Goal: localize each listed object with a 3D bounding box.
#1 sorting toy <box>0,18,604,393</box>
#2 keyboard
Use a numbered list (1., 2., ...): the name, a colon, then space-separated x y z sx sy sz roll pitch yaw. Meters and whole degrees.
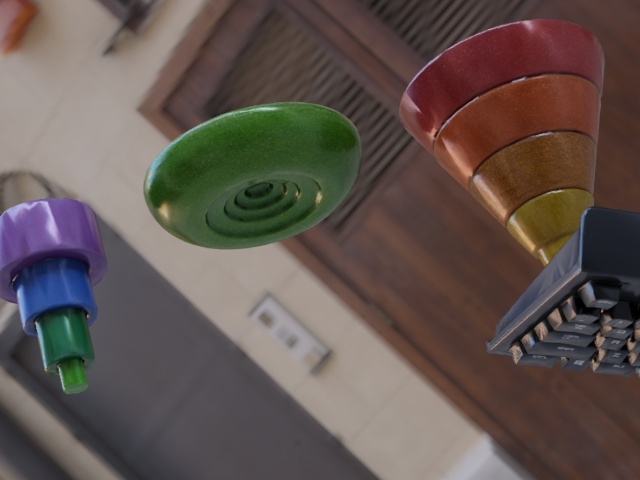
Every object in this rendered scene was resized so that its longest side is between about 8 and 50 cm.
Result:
1. sorting toy: 0.000 0.000 0.839 0.366 0.126 0.127 -18 -26 1
2. keyboard: 0.146 0.022 0.410 0.108 0.180 0.023 118 155 -58
